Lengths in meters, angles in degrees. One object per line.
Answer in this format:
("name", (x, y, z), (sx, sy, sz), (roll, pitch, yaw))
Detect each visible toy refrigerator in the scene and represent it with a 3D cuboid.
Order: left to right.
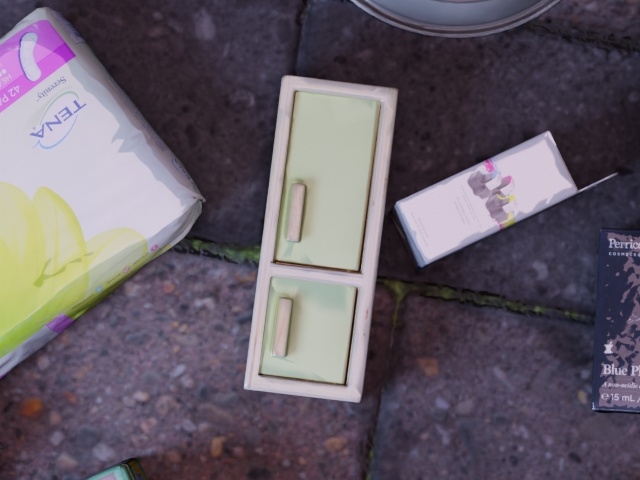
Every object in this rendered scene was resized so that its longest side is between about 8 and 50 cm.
("toy refrigerator", (0.000, 0.000, 1.694), (0.102, 0.094, 0.269), (8, 87, -1))

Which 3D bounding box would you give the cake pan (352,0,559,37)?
("cake pan", (0.121, -0.327, 1.740), (0.293, 0.054, 0.293), (0, 87, -2))

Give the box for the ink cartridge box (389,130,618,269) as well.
("ink cartridge box", (0.155, -0.041, 1.696), (0.181, 0.104, 0.061), (-25, 88, -4))

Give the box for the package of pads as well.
("package of pads", (-0.273, -0.024, 1.685), (0.296, 0.101, 0.229), (-38, 88, -3))

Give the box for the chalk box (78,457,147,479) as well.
("chalk box", (-0.189, 0.264, 1.611), (0.132, 0.213, 0.132), (-23, 87, -3))

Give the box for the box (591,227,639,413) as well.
("box", (0.313, 0.073, 1.685), (0.156, 0.093, 0.158), (2, 84, 11))

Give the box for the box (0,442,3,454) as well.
("box", (-0.412, 0.142, 1.666), (0.275, 0.113, 0.094), (32, 86, 2))
